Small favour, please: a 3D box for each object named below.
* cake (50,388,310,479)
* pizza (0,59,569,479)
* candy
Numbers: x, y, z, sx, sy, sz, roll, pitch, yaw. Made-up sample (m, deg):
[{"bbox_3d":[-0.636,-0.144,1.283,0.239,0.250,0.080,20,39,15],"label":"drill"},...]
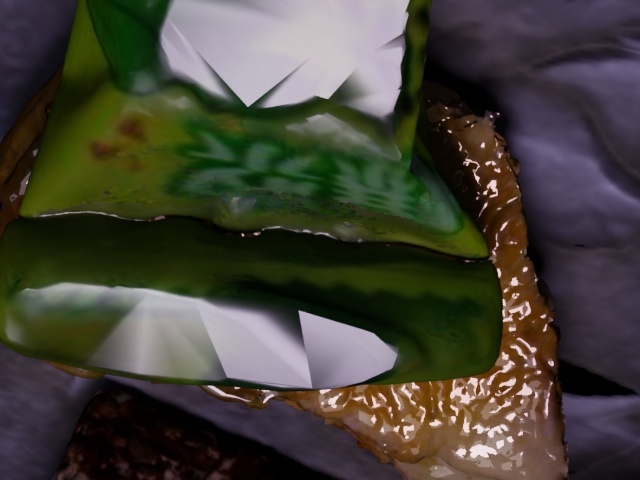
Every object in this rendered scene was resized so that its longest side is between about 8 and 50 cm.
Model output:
[{"bbox_3d":[-0.010,0.174,0.659,0.246,0.135,0.112,22,132,-1],"label":"cake"},{"bbox_3d":[0.000,0.000,0.555,0.226,0.069,0.147,20,110,-6],"label":"pizza"},{"bbox_3d":[-0.009,-0.081,0.458,0.149,0.069,0.246,6,110,-3],"label":"candy"}]
